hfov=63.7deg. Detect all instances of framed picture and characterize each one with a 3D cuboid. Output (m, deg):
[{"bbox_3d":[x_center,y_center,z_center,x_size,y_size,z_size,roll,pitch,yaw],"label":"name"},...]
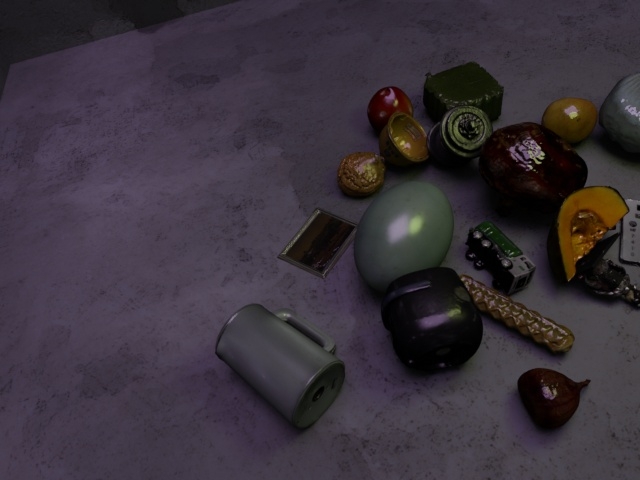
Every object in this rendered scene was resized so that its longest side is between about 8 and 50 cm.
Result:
[{"bbox_3d":[0.000,0.000,1.760,0.197,0.014,0.252,23,60,27],"label":"framed picture"}]

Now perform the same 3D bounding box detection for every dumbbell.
[{"bbox_3d":[0.484,-0.360,1.798,0.191,0.290,0.192,1,84,-5],"label":"dumbbell"}]

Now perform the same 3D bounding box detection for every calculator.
[{"bbox_3d":[1.006,-0.024,1.573,0.160,0.021,0.262,11,55,19],"label":"calculator"}]

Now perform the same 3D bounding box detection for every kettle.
[{"bbox_3d":[-0.094,0.312,1.413,0.317,0.205,0.265,29,65,32],"label":"kettle"}]

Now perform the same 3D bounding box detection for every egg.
[{"bbox_3d":[0.252,-0.016,1.552,0.275,0.276,0.389,23,60,27],"label":"egg"}]

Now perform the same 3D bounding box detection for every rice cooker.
[{"bbox_3d":[0.295,0.218,1.382,0.266,0.267,0.225,-12,54,1],"label":"rice cooker"}]

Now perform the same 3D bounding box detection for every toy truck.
[{"bbox_3d":[0.541,0.044,1.565,0.124,0.101,0.243,-17,47,-17],"label":"toy truck"}]

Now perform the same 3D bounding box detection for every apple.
[{"bbox_3d":[0.879,-0.419,1.823,0.182,0.182,0.155,7,83,16],"label":"apple"}]

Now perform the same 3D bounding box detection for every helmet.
[{"bbox_3d":[0.284,-0.345,1.888,0.205,0.140,0.257,52,43,-3],"label":"helmet"}]

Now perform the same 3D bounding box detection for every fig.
[{"bbox_3d":[0.601,0.380,1.272,0.200,0.134,0.146,-7,60,-6],"label":"fig"}]

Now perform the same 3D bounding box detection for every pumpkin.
[{"bbox_3d":[0.731,-0.033,1.516,0.169,0.148,0.312,45,75,1],"label":"pumpkin"}]

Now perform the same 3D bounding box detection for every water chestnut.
[{"bbox_3d":[0.649,-0.206,1.634,0.350,0.302,0.351,23,32,-16],"label":"water chestnut"}]

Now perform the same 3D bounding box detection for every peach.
[{"bbox_3d":[0.268,-0.507,1.994,0.197,0.197,0.198,-6,51,7],"label":"peach"}]

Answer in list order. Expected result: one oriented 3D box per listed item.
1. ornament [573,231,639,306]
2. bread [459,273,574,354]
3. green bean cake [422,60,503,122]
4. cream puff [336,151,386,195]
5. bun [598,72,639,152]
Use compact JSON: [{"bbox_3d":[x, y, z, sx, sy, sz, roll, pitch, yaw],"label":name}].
[{"bbox_3d":[0.832,0.118,1.465,0.196,0.153,0.166,45,70,10],"label":"ornament"},{"bbox_3d":[0.530,0.200,1.455,0.367,0.077,0.084,30,64,30],"label":"bread"},{"bbox_3d":[0.547,-0.550,1.995,0.249,0.156,0.247,-22,52,-6],"label":"green bean cake"},{"bbox_3d":[0.149,-0.248,1.855,0.188,0.130,0.189,-6,54,8],"label":"cream puff"},{"bbox_3d":[1.133,-0.413,1.743,0.353,0.194,0.355,-2,56,2],"label":"bun"}]
